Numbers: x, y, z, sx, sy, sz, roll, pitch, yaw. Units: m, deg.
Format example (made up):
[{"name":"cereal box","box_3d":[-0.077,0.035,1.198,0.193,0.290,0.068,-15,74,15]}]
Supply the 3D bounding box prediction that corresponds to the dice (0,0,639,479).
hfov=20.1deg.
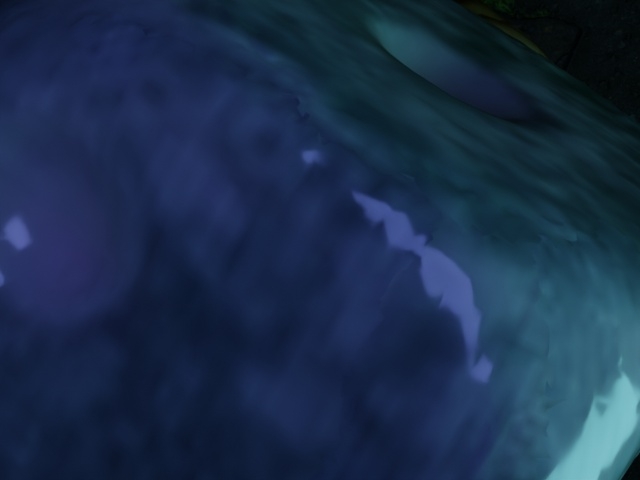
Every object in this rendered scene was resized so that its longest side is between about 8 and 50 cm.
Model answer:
[{"name":"dice","box_3d":[-0.026,0.059,0.857,0.348,0.330,0.328,-58,169,21]}]

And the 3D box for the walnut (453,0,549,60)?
[{"name":"walnut","box_3d":[0.000,0.000,1.227,0.354,0.308,0.397,-32,152,-52]}]
